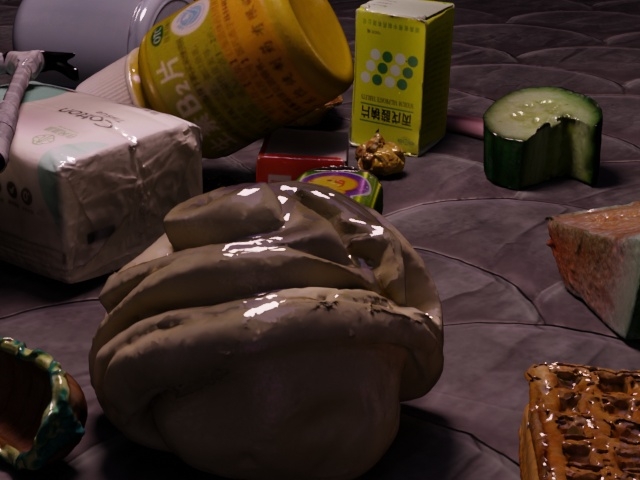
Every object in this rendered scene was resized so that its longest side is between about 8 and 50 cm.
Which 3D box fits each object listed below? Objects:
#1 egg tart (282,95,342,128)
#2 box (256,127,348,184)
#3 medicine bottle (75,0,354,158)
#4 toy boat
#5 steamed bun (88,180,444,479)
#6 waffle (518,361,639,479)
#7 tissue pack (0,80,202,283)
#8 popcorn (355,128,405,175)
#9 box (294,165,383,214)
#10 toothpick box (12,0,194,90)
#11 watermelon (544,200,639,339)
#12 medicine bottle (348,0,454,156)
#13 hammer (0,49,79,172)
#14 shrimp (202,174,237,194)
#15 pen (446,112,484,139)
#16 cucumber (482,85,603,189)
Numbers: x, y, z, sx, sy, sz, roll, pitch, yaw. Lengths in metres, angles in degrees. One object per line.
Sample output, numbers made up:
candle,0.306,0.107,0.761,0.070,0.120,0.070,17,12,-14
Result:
egg tart,-0.099,-0.267,2.229,0.297,0.132,0.297,15,18,-5
box,-0.025,-0.100,1.826,0.133,0.099,0.182,2,20,1
medicine bottle,-0.163,-0.238,1.818,0.384,0.224,0.224,-25,13,22
toy boat,-0.329,0.140,1.203,0.293,0.108,0.099,17,-1,36
steamed bun,-0.049,0.065,1.206,0.339,0.247,0.352,17,23,33
waffle,0.283,0.212,1.054,0.212,0.091,0.308,4,22,6
tissue pack,-0.370,-0.093,1.660,0.356,0.194,0.266,16,26,34
popcorn,0.093,-0.143,1.961,0.084,0.084,0.084,1,22,0
box,0.000,0.000,1.570,0.134,0.097,0.345,2,22,9
toothpick box,-0.428,-0.366,2.324,0.354,0.263,0.263,10,23,24
watermelon,0.448,0.032,1.479,0.264,0.151,0.302,-9,6,-17
medicine bottle,0.137,-0.282,2.092,0.137,0.250,0.141,12,27,23
hammer,-0.400,-0.167,1.545,0.152,0.044,0.427,-2,25,-3
shrimp,-0.201,-0.078,1.846,0.161,0.034,0.091,-17,27,-37
pen,0.289,-0.198,2.174,0.197,0.032,0.053,17,26,42
cucumber,0.347,-0.162,1.963,0.191,0.130,0.191,-3,23,1
